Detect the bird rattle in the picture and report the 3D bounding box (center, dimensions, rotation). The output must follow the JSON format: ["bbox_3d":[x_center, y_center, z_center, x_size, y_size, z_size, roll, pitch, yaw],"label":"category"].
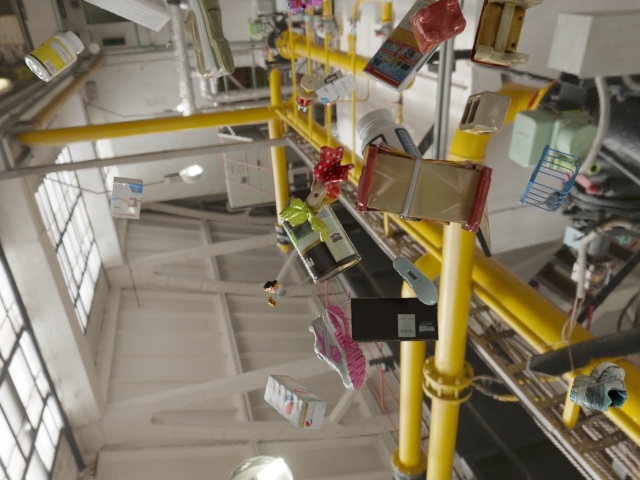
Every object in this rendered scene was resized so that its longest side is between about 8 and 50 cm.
[{"bbox_3d":[0.003,-0.141,1.310,0.143,0.253,0.207,25,-159,6],"label":"bird rattle"}]

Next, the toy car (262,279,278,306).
[{"bbox_3d":[-0.163,0.178,1.600,0.060,0.040,0.122,-23,-151,23],"label":"toy car"}]

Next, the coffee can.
[{"bbox_3d":[0.000,0.000,1.869,0.202,0.275,0.201,-29,169,-6],"label":"coffee can"}]

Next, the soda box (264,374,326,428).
[{"bbox_3d":[-0.072,0.429,1.322,0.069,0.073,0.216,14,178,-31],"label":"soda box"}]

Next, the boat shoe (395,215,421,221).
[{"bbox_3d":[0.232,-0.115,1.282,0.095,0.095,0.257,31,177,22],"label":"boat shoe"}]

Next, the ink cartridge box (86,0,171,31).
[{"bbox_3d":[-0.515,-0.662,1.154,0.066,0.261,0.296,-29,162,31],"label":"ink cartridge box"}]

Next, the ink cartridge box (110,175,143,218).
[{"bbox_3d":[-0.619,-0.135,1.573,0.089,0.122,0.052,4,-152,-25],"label":"ink cartridge box"}]

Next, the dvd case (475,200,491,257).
[{"bbox_3d":[0.503,-0.096,1.558,0.022,0.180,0.252,-13,-134,27],"label":"dvd case"}]

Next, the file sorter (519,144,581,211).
[{"bbox_3d":[0.645,-0.167,1.384,0.105,0.118,0.170,24,172,18],"label":"file sorter"}]

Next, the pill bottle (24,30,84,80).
[{"bbox_3d":[-0.594,-0.418,1.109,0.065,0.065,0.116,20,-120,38],"label":"pill bottle"}]

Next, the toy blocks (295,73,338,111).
[{"bbox_3d":[-0.010,-0.433,1.492,0.123,0.054,0.148,5,163,-10],"label":"toy blocks"}]

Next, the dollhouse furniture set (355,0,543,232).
[{"bbox_3d":[0.191,-0.211,0.811,0.202,0.373,0.152,12,-168,1],"label":"dollhouse furniture set"}]

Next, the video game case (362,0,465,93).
[{"bbox_3d":[0.270,-0.590,1.475,0.025,0.285,0.204,31,-167,-43],"label":"video game case"}]

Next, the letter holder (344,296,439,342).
[{"bbox_3d":[0.246,0.284,1.778,0.302,0.151,0.214,0,171,-4],"label":"letter holder"}]

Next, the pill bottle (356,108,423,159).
[{"bbox_3d":[0.145,-0.176,1.015,0.108,0.108,0.180,-14,-112,-21],"label":"pill bottle"}]

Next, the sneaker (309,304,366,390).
[{"bbox_3d":[0.048,0.325,1.460,0.111,0.252,0.103,-32,160,31],"label":"sneaker"}]

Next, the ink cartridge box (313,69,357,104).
[{"bbox_3d":[0.033,-0.335,1.065,0.083,0.048,0.028,-22,-121,13],"label":"ink cartridge box"}]

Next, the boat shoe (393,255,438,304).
[{"bbox_3d":[0.299,0.118,1.541,0.065,0.183,0.083,-40,177,10],"label":"boat shoe"}]

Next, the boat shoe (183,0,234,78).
[{"bbox_3d":[-0.346,-0.627,1.433,0.104,0.302,0.113,-8,-168,21],"label":"boat shoe"}]

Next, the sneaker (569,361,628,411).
[{"bbox_3d":[0.893,0.467,1.530,0.283,0.110,0.122,-9,-161,-37],"label":"sneaker"}]

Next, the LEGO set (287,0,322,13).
[{"bbox_3d":[-0.029,-0.601,1.100,0.093,0.227,0.087,-3,175,-8],"label":"LEGO set"}]
